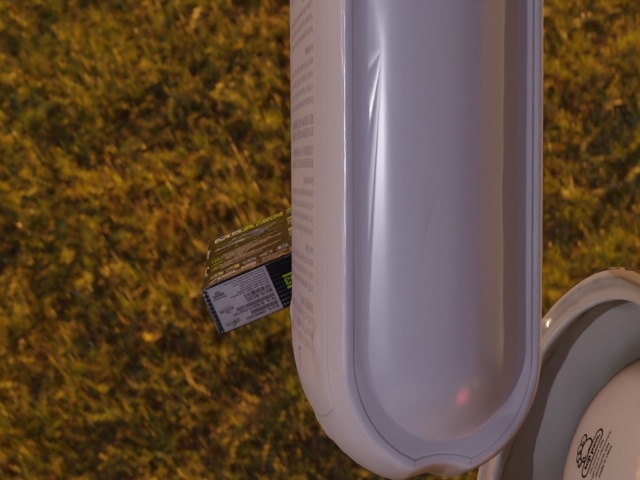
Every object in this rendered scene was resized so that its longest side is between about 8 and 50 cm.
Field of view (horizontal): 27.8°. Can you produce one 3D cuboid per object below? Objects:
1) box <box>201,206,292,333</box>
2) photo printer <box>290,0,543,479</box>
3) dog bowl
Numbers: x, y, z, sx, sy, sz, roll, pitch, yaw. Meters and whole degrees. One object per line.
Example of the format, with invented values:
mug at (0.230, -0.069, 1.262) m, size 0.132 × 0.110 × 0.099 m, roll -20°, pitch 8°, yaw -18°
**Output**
box at (0.000, 0.000, 1.034) m, size 0.190 × 0.045 × 0.184 m, roll -23°, pitch 9°, yaw 1°
photo printer at (0.042, -0.036, 0.673) m, size 0.107 × 0.256 × 0.308 m, roll -1°, pitch 92°, yaw -6°
dog bowl at (0.319, 0.240, 1.356) m, size 0.150 × 0.408 × 0.408 m, roll 19°, pitch 55°, yaw -14°
